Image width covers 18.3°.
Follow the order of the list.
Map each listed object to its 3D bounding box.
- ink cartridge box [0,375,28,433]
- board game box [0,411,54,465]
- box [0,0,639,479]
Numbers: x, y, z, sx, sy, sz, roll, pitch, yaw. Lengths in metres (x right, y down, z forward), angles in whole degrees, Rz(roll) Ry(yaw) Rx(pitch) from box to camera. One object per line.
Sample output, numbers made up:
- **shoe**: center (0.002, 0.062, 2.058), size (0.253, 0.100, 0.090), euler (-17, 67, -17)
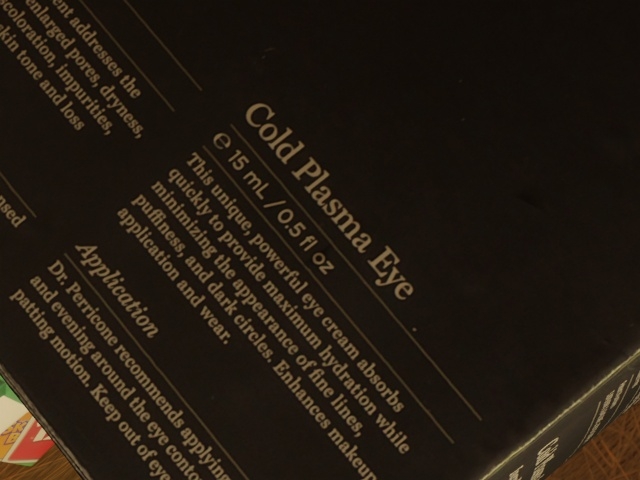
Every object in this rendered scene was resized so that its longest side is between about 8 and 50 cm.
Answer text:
- **ink cartridge box**: center (-0.174, 0.011, 1.031), size (0.219, 0.092, 0.160), euler (-40, 150, -2)
- **board game box**: center (-0.168, 0.058, 1.372), size (0.259, 0.039, 0.124), euler (-47, 145, 19)
- **box**: center (-0.009, -0.044, 0.817), size (0.312, 0.343, 0.179), euler (-38, 167, -8)
